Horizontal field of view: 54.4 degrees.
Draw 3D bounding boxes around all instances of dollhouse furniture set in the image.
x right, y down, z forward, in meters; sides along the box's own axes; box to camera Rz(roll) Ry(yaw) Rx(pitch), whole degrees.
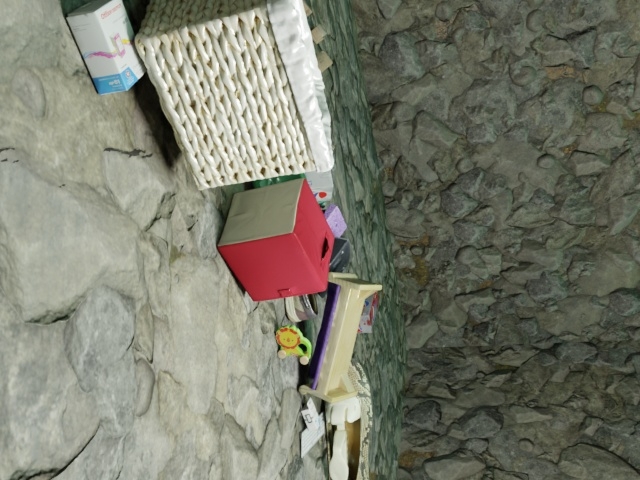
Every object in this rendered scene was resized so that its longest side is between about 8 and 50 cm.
[{"bbox_3d":[-0.158,-0.562,1.704,0.355,0.174,0.303,50,39,-13],"label":"dollhouse furniture set"}]

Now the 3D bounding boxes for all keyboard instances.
[{"bbox_3d":[-0.022,0.586,1.895,0.256,0.014,0.072,4,81,-75],"label":"keyboard"}]

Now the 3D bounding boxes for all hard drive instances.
[{"bbox_3d":[0.029,0.084,1.970,0.172,0.054,0.255,-53,167,-12],"label":"hard drive"}]

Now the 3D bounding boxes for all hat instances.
[{"bbox_3d":[-0.145,-0.116,1.636,0.208,0.183,0.173,55,49,-11],"label":"hat"}]

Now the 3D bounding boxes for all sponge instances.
[{"bbox_3d":[0.000,0.000,1.932,0.210,0.031,0.117,-53,147,-17],"label":"sponge"}]

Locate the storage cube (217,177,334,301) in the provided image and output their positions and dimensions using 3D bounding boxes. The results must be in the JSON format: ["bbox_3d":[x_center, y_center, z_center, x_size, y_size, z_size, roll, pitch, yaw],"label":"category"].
[{"bbox_3d":[-0.097,0.002,1.419,0.184,0.215,0.193,-80,153,-43],"label":"storage cube"}]

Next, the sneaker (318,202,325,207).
[{"bbox_3d":[-0.027,-0.156,1.979,0.224,0.083,0.098,119,-43,-82],"label":"sneaker"}]

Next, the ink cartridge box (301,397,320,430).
[{"bbox_3d":[-0.031,0.511,1.834,0.048,0.028,0.083,-42,112,-74],"label":"ink cartridge box"}]

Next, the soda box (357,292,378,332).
[{"bbox_3d":[0.191,0.293,2.674,0.263,0.083,0.092,-64,147,-65],"label":"soda box"}]

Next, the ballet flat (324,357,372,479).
[{"bbox_3d":[0.082,0.632,2.024,0.182,0.164,0.483,-5,94,-67],"label":"ballet flat"}]

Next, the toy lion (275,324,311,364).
[{"bbox_3d":[-0.071,0.271,1.648,0.034,0.100,0.096,-56,157,-65],"label":"toy lion"}]

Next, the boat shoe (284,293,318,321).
[{"bbox_3d":[-0.054,0.087,1.771,0.103,0.092,0.285,11,74,-70],"label":"boat shoe"}]

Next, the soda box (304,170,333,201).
[{"bbox_3d":[-0.029,-0.259,1.859,0.098,0.091,0.286,95,-14,-66],"label":"soda box"}]

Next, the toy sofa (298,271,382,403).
[{"bbox_3d":[0.037,0.273,1.819,0.150,0.177,0.362,6,98,-58],"label":"toy sofa"}]

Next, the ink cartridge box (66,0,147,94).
[{"bbox_3d":[-0.322,-0.298,0.948,0.088,0.052,0.122,-76,156,-53],"label":"ink cartridge box"}]

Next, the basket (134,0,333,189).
[{"bbox_3d":[-0.140,-0.319,1.133,0.328,0.266,0.331,-96,173,-48],"label":"basket"}]

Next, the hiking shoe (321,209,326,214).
[{"bbox_3d":[0.021,-0.039,2.059,0.227,0.114,0.086,50,36,-66],"label":"hiking shoe"}]

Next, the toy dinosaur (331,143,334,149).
[{"bbox_3d":[-0.014,-0.359,2.157,0.268,0.064,0.118,53,28,-60],"label":"toy dinosaur"}]
